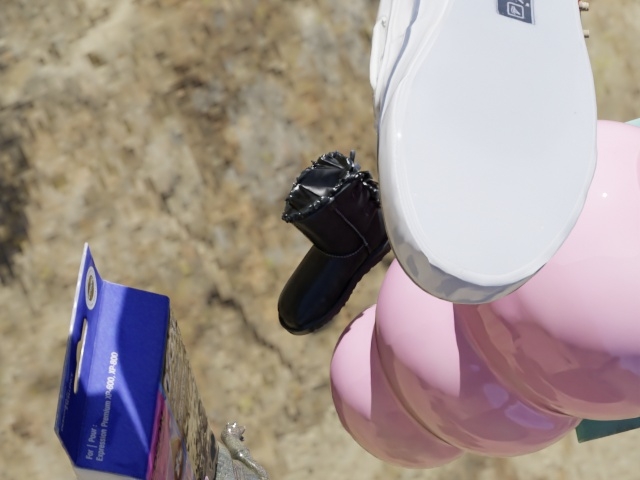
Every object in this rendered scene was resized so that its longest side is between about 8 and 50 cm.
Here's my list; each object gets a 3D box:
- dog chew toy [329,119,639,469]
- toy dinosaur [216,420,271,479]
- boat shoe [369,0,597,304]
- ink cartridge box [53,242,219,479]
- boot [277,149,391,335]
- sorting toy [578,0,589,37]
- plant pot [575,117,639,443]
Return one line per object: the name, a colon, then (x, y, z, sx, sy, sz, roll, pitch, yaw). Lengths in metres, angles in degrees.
dog chew toy: (0.134, 0.057, 1.273, 0.207, 0.332, 0.206, 28, 44, -32)
toy dinosaur: (-0.107, 0.252, 1.829, 0.313, 0.121, 0.160, 40, -1, -42)
boat shoe: (0.066, -0.067, 0.795, 0.095, 0.084, 0.258, 22, 51, -10)
ink cartridge box: (-0.151, 0.173, 1.562, 0.371, 0.069, 0.175, 75, 16, -56)
boot: (0.000, 0.001, 1.282, 0.045, 0.121, 0.099, 40, -8, 36)
sorting toy: (0.213, -0.160, 1.598, 0.274, 0.046, 0.132, -26, 115, -77)
plant pot: (0.265, 0.026, 1.448, 0.166, 0.165, 0.234, 10, 64, -73)
